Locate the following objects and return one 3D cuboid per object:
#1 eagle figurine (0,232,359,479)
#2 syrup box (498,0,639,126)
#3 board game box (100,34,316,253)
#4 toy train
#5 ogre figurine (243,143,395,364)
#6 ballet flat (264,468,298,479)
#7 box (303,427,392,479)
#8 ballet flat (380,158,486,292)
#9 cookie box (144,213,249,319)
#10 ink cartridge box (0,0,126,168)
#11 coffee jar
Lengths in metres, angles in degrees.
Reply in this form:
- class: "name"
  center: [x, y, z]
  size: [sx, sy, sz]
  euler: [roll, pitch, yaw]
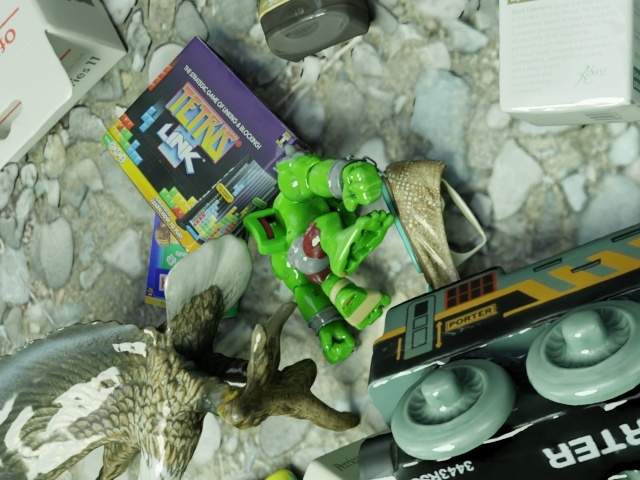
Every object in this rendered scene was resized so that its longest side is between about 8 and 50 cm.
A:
- class: "eagle figurine"
  center: [-0.156, 0.148, 0.735]
  size: [0.298, 0.225, 0.226]
  euler: [-12, 121, 28]
- class: "syrup box"
  center: [0.190, -0.208, 0.634]
  size: [0.096, 0.093, 0.237]
  euler: [0, 90, 30]
- class: "board game box"
  center: [-0.108, -0.087, 0.800]
  size: [0.141, 0.048, 0.170]
  euler: [-47, 61, 7]
- class: "toy train"
  center: [0.177, 0.071, 0.531]
  size: [0.334, 0.190, 0.142]
  euler: [-25, 113, 20]
- class: "ogre figurine"
  center: [0.000, 0.000, 0.731]
  size: [0.097, 0.197, 0.118]
  euler: [-35, 52, -16]
- class: "ballet flat"
  center: [-0.099, 0.290, 0.815]
  size: [0.231, 0.077, 0.077]
  euler: [-38, 51, 21]
- class: "box"
  center: [0.095, 0.263, 0.653]
  size: [0.232, 0.148, 0.127]
  euler: [27, 102, 27]
- class: "ballet flat"
  center: [0.109, 0.026, 0.697]
  size: [0.067, 0.073, 0.206]
  euler: [-20, 83, 5]
- class: "cookie box"
  center: [-0.120, 0.017, 0.839]
  size: [0.092, 0.040, 0.107]
  euler: [10, 95, 28]
- class: "ink cartridge box"
  center: [-0.350, -0.229, 0.927]
  size: [0.207, 0.119, 0.353]
  euler: [-37, 71, 24]
- class: "coffee jar"
  center: [-0.018, -0.257, 0.762]
  size: [0.096, 0.079, 0.184]
  euler: [-17, 82, 29]
